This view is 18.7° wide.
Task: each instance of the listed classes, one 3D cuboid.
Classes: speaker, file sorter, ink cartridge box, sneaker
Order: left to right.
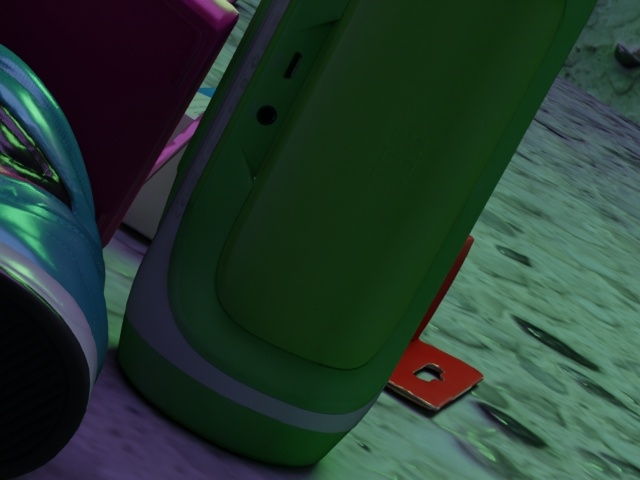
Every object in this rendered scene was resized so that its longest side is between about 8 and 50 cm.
[{"bbox_3d":[-0.200,-0.040,0.735,0.295,0.124,0.178,35,17,-6],"label":"sneaker"},{"bbox_3d":[-0.145,-0.182,0.980,0.290,0.202,0.182,40,51,3],"label":"file sorter"},{"bbox_3d":[0.000,0.000,1.119,0.231,0.078,0.134,31,13,12],"label":"ink cartridge box"},{"bbox_3d":[0.021,-0.052,0.862,0.131,0.297,0.131,27,13,-6],"label":"speaker"}]
